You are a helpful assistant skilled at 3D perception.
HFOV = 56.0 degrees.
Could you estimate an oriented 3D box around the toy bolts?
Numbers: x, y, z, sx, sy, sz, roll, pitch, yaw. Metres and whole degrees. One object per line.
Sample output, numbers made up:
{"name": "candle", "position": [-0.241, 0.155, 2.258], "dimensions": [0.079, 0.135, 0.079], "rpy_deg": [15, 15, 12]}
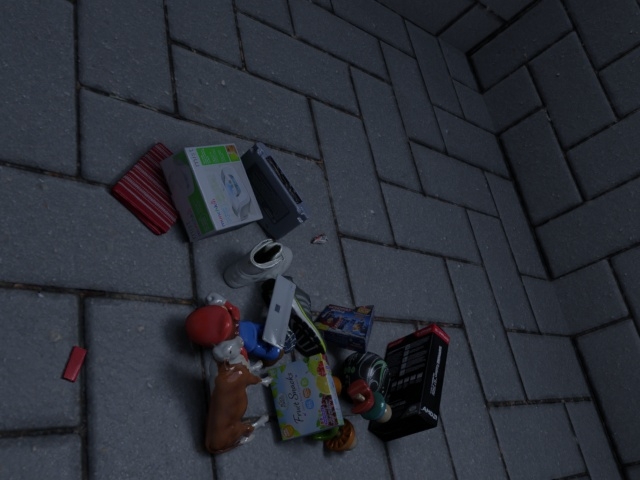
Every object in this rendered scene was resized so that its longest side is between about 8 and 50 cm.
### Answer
{"name": "toy bolts", "position": [0.098, 0.510, 1.822], "dimensions": [0.158, 0.228, 0.218], "rpy_deg": [41, 28, -34]}

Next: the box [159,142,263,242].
{"name": "box", "position": [-0.333, -0.151, 1.843], "dimensions": [0.231, 0.127, 0.261], "rpy_deg": [-19, 88, -57]}

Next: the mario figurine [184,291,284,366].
{"name": "mario figurine", "position": [-0.261, 0.270, 1.711], "dimensions": [0.320, 0.170, 0.198], "rpy_deg": [28, 10, -45]}

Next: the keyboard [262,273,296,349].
{"name": "keyboard", "position": [-0.121, 0.207, 1.789], "dimensions": [0.072, 0.014, 0.256], "rpy_deg": [30, 40, -18]}

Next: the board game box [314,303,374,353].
{"name": "board game box", "position": [0.099, 0.280, 2.020], "dimensions": [0.194, 0.194, 0.060], "rpy_deg": [-44, 137, -52]}

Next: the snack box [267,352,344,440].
{"name": "snack box", "position": [-0.044, 0.451, 1.733], "dimensions": [0.070, 0.175, 0.207], "rpy_deg": [45, 29, -65]}

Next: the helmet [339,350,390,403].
{"name": "helmet", "position": [0.145, 0.439, 1.952], "dimensions": [0.169, 0.169, 0.161], "rpy_deg": [40, 48, -19]}

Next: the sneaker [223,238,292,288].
{"name": "sneaker", "position": [-0.150, 0.057, 1.897], "dimensions": [0.292, 0.169, 0.108], "rpy_deg": [-25, 82, -52]}

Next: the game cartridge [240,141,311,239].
{"name": "game cartridge", "position": [-0.175, -0.156, 1.989], "dimensions": [0.294, 0.196, 0.060], "rpy_deg": [56, 39, -1]}

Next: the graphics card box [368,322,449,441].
{"name": "graphics card box", "position": [0.304, 0.476, 2.031], "dimensions": [0.094, 0.233, 0.371], "rpy_deg": [42, 41, -18]}

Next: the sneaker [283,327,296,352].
{"name": "sneaker", "position": [-0.117, 0.284, 1.870], "dimensions": [0.052, 0.058, 0.135], "rpy_deg": [-22, 104, -24]}

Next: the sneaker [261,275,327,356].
{"name": "sneaker", "position": [-0.061, 0.234, 1.921], "dimensions": [0.300, 0.111, 0.121], "rpy_deg": [59, 36, 0]}

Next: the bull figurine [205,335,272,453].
{"name": "bull figurine", "position": [-0.224, 0.398, 1.578], "dimensions": [0.188, 0.101, 0.310], "rpy_deg": [10, 91, -42]}

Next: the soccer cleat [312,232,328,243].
{"name": "soccer cleat", "position": [0.000, 0.000, 2.199], "dimensions": [0.035, 0.029, 0.083], "rpy_deg": [55, 34, 5]}

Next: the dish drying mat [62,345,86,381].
{"name": "dish drying mat", "position": [-0.581, 0.292, 1.422], "dimensions": [0.032, 0.008, 0.083], "rpy_deg": [32, 44, -28]}

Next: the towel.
{"name": "towel", "position": [-0.483, -0.159, 1.808], "dimensions": [0.199, 0.031, 0.275], "rpy_deg": [44, 41, -16]}
